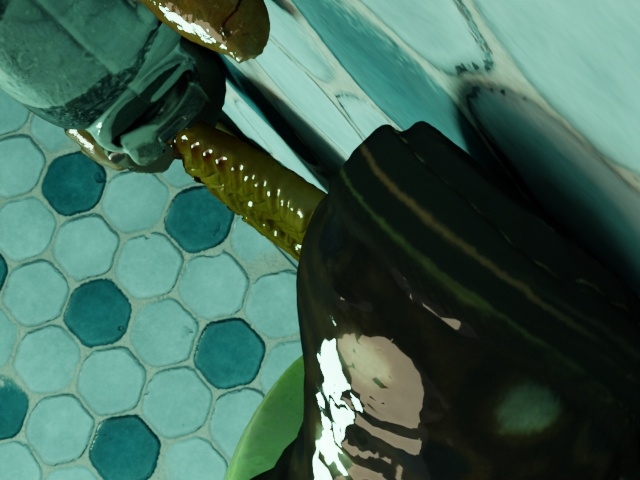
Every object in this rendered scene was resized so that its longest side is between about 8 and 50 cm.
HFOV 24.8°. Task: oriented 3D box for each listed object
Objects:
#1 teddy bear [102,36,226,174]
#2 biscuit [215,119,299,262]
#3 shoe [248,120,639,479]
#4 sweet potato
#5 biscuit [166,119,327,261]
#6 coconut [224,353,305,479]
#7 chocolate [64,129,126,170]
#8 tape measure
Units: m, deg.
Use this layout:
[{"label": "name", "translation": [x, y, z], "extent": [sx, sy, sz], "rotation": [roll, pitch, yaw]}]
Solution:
[{"label": "teddy bear", "translation": [-0.189, -0.160, 1.325], "extent": [0.251, 0.144, 0.171], "rotation": [48, -168, 33]}, {"label": "biscuit", "translation": [-0.065, -0.056, 1.706], "extent": [0.275, 0.052, 0.355], "rotation": [49, 175, -36]}, {"label": "shoe", "translation": [0.047, 0.111, 0.703], "extent": [0.171, 0.237, 0.384], "rotation": [45, 176, 29]}, {"label": "sweet potato", "translation": [-0.092, -0.164, 0.823], "extent": [0.195, 0.056, 0.056], "rotation": [49, 178, 28]}, {"label": "biscuit", "translation": [0.000, 0.000, 1.241], "extent": [0.318, 0.040, 0.318], "rotation": [35, 175, 4]}, {"label": "coconut", "translation": [0.067, 0.222, 1.170], "extent": [0.328, 0.281, 0.328], "rotation": [35, 164, 11]}, {"label": "chocolate", "translation": [-0.206, -0.149, 1.602], "extent": [0.093, 0.148, 0.214], "rotation": [42, 180, -18]}, {"label": "tape measure", "translation": [-0.215, -0.205, 1.082], "extent": [0.256, 0.147, 0.275], "rotation": [47, -179, 28]}]
